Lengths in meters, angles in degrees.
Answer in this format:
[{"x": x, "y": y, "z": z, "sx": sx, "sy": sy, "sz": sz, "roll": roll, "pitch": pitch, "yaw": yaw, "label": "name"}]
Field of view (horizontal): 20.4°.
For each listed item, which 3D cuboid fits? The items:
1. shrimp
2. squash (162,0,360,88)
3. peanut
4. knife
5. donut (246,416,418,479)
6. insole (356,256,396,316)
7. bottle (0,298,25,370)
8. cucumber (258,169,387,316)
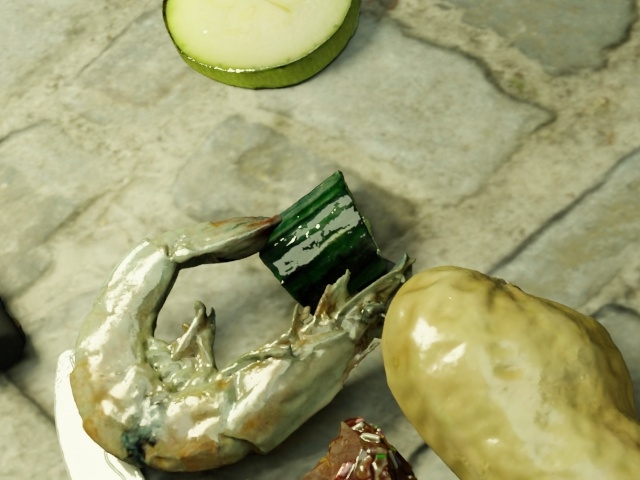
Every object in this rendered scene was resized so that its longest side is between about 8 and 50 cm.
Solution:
[{"x": -0.076, "y": 0.083, "z": 1.717, "sx": 0.360, "sy": 0.085, "sz": 0.247, "roll": -25, "pitch": 74, "yaw": 2, "label": "shrimp"}, {"x": -0.063, "y": -0.264, "z": 1.946, "sx": 0.219, "sy": 0.041, "sz": 0.219, "roll": -6, "pitch": 61, "yaw": 11, "label": "squash"}, {"x": 0.211, "y": 0.172, "z": 1.612, "sx": 0.192, "sy": 0.169, "sz": 0.387, "roll": -38, "pitch": 68, "yaw": -11, "label": "peanut"}, {"x": -0.191, "y": 0.244, "z": 1.727, "sx": 0.081, "sy": 0.043, "sz": 0.336, "roll": -35, "pitch": 57, "yaw": -2, "label": "knife"}, {"x": 0.006, "y": 0.278, "z": 1.581, "sx": 0.230, "sy": 0.096, "sz": 0.216, "roll": -41, "pitch": 35, "yaw": 23, "label": "donut"}, {"x": 0.047, "y": 0.036, "z": 1.796, "sx": 0.153, "sy": 0.002, "sz": 0.053, "roll": 31, "pitch": 73, "yaw": 22, "label": "insole"}, {"x": -0.388, "y": 0.034, "z": 1.837, "sx": 0.244, "sy": 0.082, "sz": 0.072, "roll": 51, "pitch": 126, "yaw": 27, "label": "bottle"}, {"x": 0.000, "y": 0.000, "z": 1.785, "sx": 0.115, "sy": 0.062, "sz": 0.116, "roll": -37, "pitch": 64, "yaw": 3, "label": "cucumber"}]
